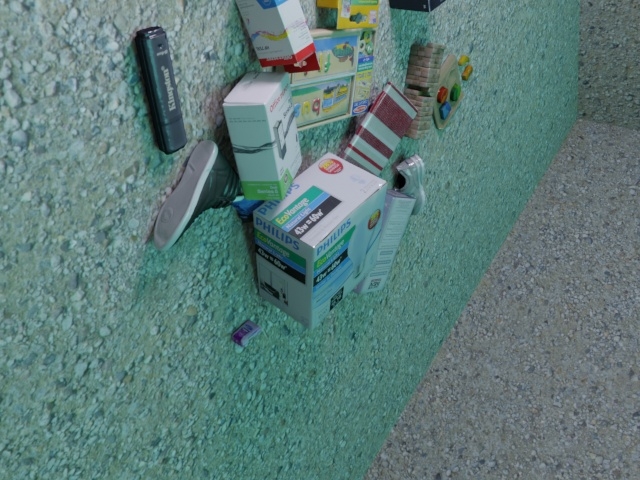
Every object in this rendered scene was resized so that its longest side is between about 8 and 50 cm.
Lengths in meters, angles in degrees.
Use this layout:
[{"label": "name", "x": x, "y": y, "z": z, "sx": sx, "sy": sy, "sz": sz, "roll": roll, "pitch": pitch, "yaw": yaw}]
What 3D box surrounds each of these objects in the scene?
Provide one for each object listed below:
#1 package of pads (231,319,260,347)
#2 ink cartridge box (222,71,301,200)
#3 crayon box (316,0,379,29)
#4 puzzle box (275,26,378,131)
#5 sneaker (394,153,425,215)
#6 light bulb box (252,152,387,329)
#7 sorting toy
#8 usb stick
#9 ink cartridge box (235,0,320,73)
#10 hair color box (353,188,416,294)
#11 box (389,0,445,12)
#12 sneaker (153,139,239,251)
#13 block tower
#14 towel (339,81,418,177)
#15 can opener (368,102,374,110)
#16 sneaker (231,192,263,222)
[{"label": "package of pads", "x": -0.228, "y": 0.284, "z": 1.845, "sx": 0.083, "sy": 0.050, "sz": 0.032, "roll": -40, "pitch": 143, "yaw": -36}, {"label": "ink cartridge box", "x": -0.141, "y": -0.269, "z": 1.548, "sx": 0.198, "sy": 0.114, "sz": 0.273, "roll": -69, "pitch": 157, "yaw": -49}, {"label": "crayon box", "x": 0.087, "y": -0.764, "z": 1.678, "sx": 0.203, "sy": 0.083, "sz": 0.323, "roll": -24, "pitch": 126, "yaw": -46}, {"label": "puzzle box", "x": 0.019, "y": -0.475, "z": 1.758, "sx": 0.408, "sy": 0.052, "sz": 0.272, "roll": -27, "pitch": 133, "yaw": -45}, {"label": "sneaker", "x": 0.336, "y": -0.208, "z": 2.352, "sx": 0.115, "sy": 0.105, "sz": 0.281, "roll": -21, "pitch": 133, "yaw": -11}, {"label": "light bulb box", "x": 0.000, "y": 0.000, "z": 1.803, "sx": 0.358, "sy": 0.225, "sz": 0.361, "roll": -42, "pitch": 150, "yaw": -34}, {"label": "sorting toy", "x": 0.532, "y": -0.624, "z": 2.415, "sx": 0.307, "sy": 0.041, "sz": 0.229, "roll": -57, "pitch": 145, "yaw": -16}, {"label": "usb stick", "x": -0.351, "y": -0.327, "z": 1.340, "sx": 0.077, "sy": 0.045, "sz": 0.278, "roll": -35, "pitch": 134, "yaw": -39}, {"label": "ink cartridge box", "x": -0.102, "y": -0.505, "z": 1.470, "sx": 0.078, "sy": 0.134, "sz": 0.231, "roll": -44, "pitch": 125, "yaw": -33}, {"label": "hair color box", "x": 0.206, "y": 0.001, "z": 2.211, "sx": 0.185, "sy": 0.113, "sz": 0.375, "roll": -3, "pitch": 115, "yaw": -55}, {"label": "box", "x": 0.336, "y": -0.825, "z": 1.929, "sx": 0.207, "sy": 0.153, "sz": 0.108, "roll": -45, "pitch": 139, "yaw": -32}, {"label": "sneaker", "x": -0.295, "y": -0.086, "z": 1.497, "sx": 0.147, "sy": 0.104, "sz": 0.296, "roll": 40, "pitch": 71, "yaw": -50}, {"label": "block tower", "x": 0.361, "y": -0.542, "z": 2.178, "sx": 0.091, "sy": 0.097, "sz": 0.336, "roll": -17, "pitch": 123, "yaw": -50}, {"label": "towel", "x": 0.189, "y": -0.347, "z": 2.034, "sx": 0.329, "sy": 0.037, "sz": 0.237, "roll": -58, "pitch": 147, "yaw": 6}, {"label": "can opener", "x": 0.230, "y": -0.452, "z": 2.078, "sx": 0.186, "sy": 0.059, "sz": 0.073, "roll": -19, "pitch": 167, "yaw": -42}, {"label": "sneaker", "x": -0.211, "y": -0.088, "z": 1.656, "sx": 0.152, "sy": 0.058, "sz": 0.085, "roll": -14, "pitch": 110, "yaw": -58}]
